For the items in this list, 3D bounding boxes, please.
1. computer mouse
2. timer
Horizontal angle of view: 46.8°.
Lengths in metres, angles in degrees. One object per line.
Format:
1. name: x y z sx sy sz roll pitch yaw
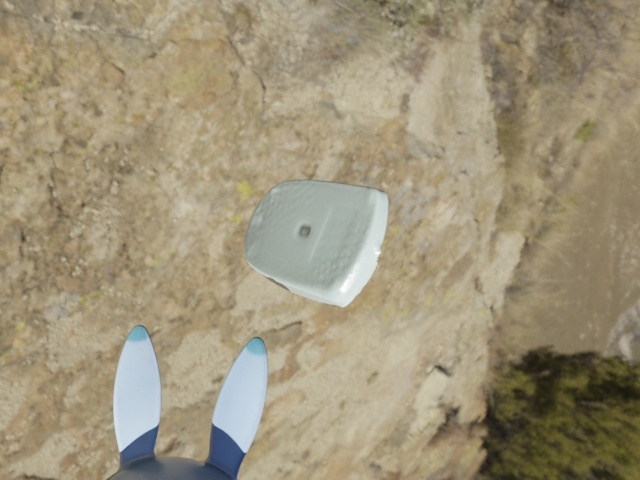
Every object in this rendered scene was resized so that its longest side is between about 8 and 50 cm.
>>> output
1. computer mouse: 0.000 0.000 0.796 0.079 0.231 0.128 24 86 -35
2. timer: -0.125 0.224 0.643 0.175 0.175 0.255 90 1 -46
